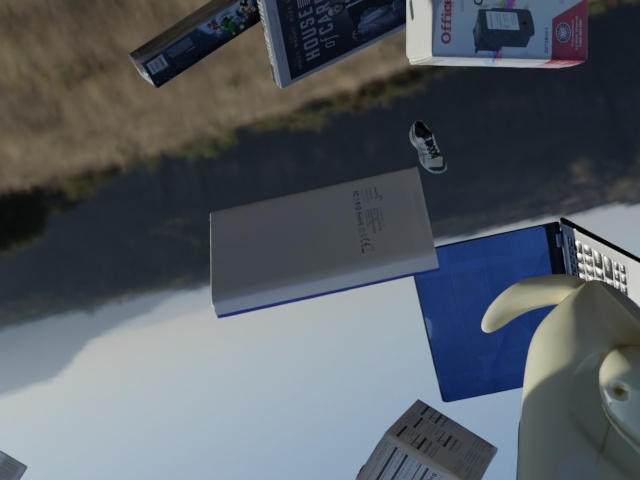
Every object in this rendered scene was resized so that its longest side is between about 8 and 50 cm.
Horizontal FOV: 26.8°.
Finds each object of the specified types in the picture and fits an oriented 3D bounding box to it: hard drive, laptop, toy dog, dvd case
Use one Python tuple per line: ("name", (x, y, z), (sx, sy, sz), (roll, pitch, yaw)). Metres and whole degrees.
("hard drive", (0.000, 0.000, 1.937), (0.318, 0.040, 0.210), (-12, -141, 5))
("laptop", (0.403, 0.183, 2.336), (0.236, 0.382, 0.408), (-35, -138, -22))
("toy dog", (0.280, 0.270, 1.432), (0.408, 0.395, 0.284), (-60, 163, 7))
("dvd case", (0.032, -0.318, 1.746), (0.238, 0.029, 0.179), (-29, 141, -15))

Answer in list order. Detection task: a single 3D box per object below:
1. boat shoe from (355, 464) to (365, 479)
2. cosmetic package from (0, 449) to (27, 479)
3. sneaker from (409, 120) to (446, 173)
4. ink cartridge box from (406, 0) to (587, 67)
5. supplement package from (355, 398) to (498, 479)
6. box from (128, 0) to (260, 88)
("boat shoe", (0.074, 0.416, 2.120), (0.073, 0.073, 0.207), (-11, -163, 23))
("cosmetic package", (-0.632, 0.437, 2.253), (0.225, 0.138, 0.224), (-61, -160, -19))
("sneaker", (0.150, -0.132, 1.883), (0.032, 0.083, 0.037), (-26, 158, -15))
("ink cartridge box", (0.183, -0.246, 1.395), (0.175, 0.128, 0.072), (-1, -177, -15))
("supplement package", (0.125, 0.363, 1.878), (0.204, 0.145, 0.262), (-60, 169, 10))
("box", (-0.163, -0.308, 1.948), (0.233, 0.044, 0.159), (-34, -162, -5))
